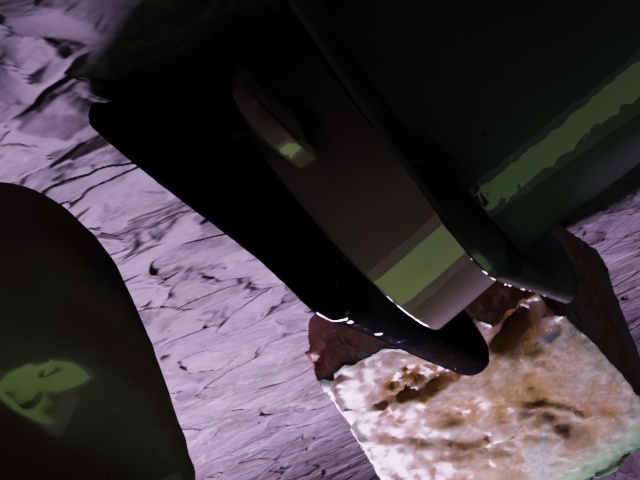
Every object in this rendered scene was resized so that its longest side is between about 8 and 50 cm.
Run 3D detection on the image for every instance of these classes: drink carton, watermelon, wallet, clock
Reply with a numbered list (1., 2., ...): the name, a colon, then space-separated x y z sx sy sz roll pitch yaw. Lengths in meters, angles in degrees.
1. drink carton: 0.106 -0.104 0.762 0.190 0.191 0.185 -39 161 16
2. watermelon: 0.137 0.097 1.513 0.264 0.151 0.302 -27 134 6
3. wallet: 0.000 0.000 0.970 0.044 0.170 0.321 -50 161 4
4. clock: 0.032 -0.032 0.887 0.063 0.155 0.229 -40 143 9

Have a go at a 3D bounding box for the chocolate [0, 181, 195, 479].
1. chocolate: -0.195 0.123 0.802 0.297 0.314 0.326 -29 164 2
